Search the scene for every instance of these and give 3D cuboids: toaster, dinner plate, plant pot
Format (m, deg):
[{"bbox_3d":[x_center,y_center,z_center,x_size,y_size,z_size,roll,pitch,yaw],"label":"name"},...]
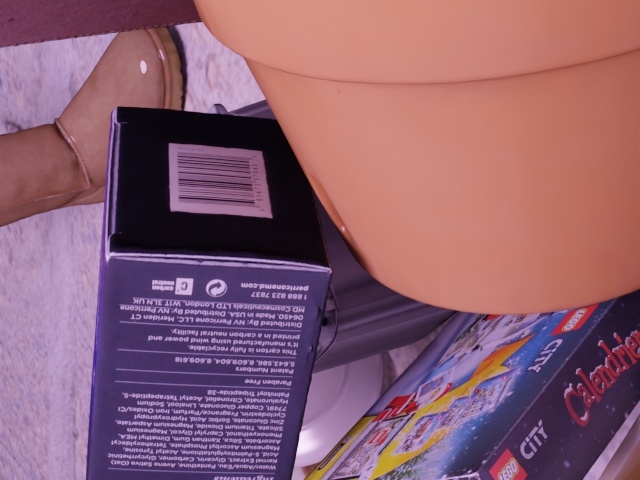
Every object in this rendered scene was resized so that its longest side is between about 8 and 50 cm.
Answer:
[{"bbox_3d":[0.000,0.000,0.804,0.227,0.146,0.129,63,143,15],"label":"toaster"},{"bbox_3d":[-0.022,0.101,0.899,0.141,0.141,0.017,47,179,32],"label":"dinner plate"},{"bbox_3d":[0.091,-0.104,0.561,0.291,0.291,0.203,27,141,46],"label":"plant pot"}]

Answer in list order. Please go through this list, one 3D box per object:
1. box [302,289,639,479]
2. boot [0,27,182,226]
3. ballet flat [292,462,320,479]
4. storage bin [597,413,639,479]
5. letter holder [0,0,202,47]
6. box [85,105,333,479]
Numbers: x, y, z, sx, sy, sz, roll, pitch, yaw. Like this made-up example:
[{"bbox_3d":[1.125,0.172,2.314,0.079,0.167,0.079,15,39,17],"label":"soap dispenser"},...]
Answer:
[{"bbox_3d":[0.104,0.069,0.620,0.044,0.233,0.159,54,145,-9],"label":"box"},{"bbox_3d":[-0.265,-0.076,1.022,0.089,0.269,0.236,53,140,24],"label":"boot"},{"bbox_3d":[-0.057,0.148,0.955,0.342,0.124,0.116,55,141,24],"label":"ballet flat"},{"bbox_3d":[0.284,0.103,0.486,0.260,0.123,0.262,47,136,33],"label":"storage bin"},{"bbox_3d":[-0.069,-0.236,0.675,0.214,0.302,0.152,-31,78,53],"label":"letter holder"},{"bbox_3d":[-0.069,0.053,0.650,0.153,0.108,0.207,-103,21,-57],"label":"box"}]
